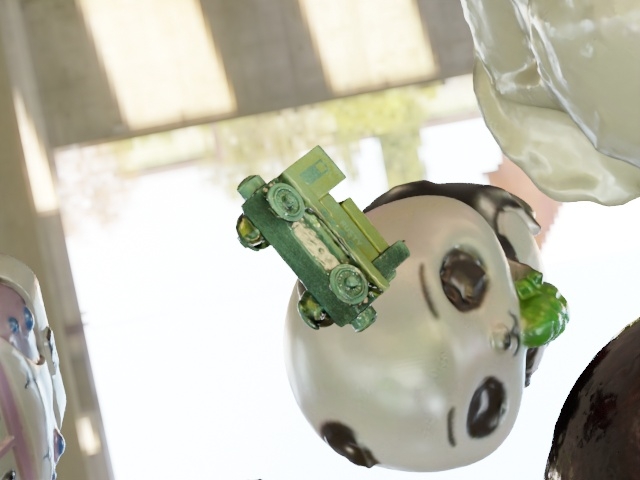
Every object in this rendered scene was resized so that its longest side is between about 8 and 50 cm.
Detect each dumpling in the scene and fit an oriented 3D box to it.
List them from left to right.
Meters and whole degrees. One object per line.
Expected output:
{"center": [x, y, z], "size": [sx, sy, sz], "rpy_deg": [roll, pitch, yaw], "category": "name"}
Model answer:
{"center": [0.107, -0.092, 0.607], "size": [0.100, 0.134, 0.169], "rpy_deg": [-48, -179, -18], "category": "dumpling"}

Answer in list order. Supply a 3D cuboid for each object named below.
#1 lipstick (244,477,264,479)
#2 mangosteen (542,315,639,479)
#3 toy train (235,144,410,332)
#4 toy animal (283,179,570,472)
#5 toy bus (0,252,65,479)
{"center": [-0.196, 0.217, 0.872], "size": [0.418, 0.077, 0.077], "rpy_deg": [-25, -177, 17], "category": "lipstick"}
{"center": [0.292, 0.145, 1.045], "size": [0.307, 0.307, 0.347], "rpy_deg": [-18, 147, -47], "category": "mangosteen"}
{"center": [0.000, 0.000, 1.152], "size": [0.081, 0.122, 0.050], "rpy_deg": [-41, -179, -44], "category": "toy train"}
{"center": [0.086, 0.062, 1.401], "size": [0.212, 0.213, 0.267], "rpy_deg": [-9, -167, 11], "category": "toy animal"}
{"center": [-0.243, 0.093, 0.958], "size": [0.202, 0.142, 0.142], "rpy_deg": [-4, -147, 6], "category": "toy bus"}
